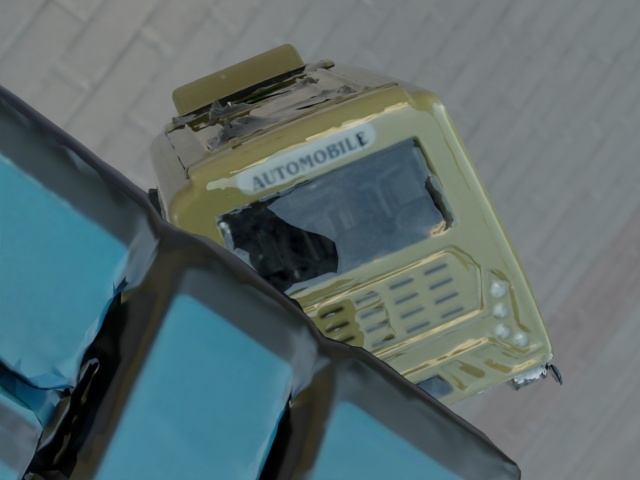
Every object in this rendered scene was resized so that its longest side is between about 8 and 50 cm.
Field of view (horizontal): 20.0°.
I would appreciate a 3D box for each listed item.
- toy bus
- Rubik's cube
[{"bbox_3d":[0.000,0.000,1.034,0.177,0.202,0.365,-23,-170,-4],"label":"toy bus"},{"bbox_3d":[-0.135,0.162,0.648,0.293,0.283,0.288,-33,-155,45],"label":"Rubik's cube"}]
